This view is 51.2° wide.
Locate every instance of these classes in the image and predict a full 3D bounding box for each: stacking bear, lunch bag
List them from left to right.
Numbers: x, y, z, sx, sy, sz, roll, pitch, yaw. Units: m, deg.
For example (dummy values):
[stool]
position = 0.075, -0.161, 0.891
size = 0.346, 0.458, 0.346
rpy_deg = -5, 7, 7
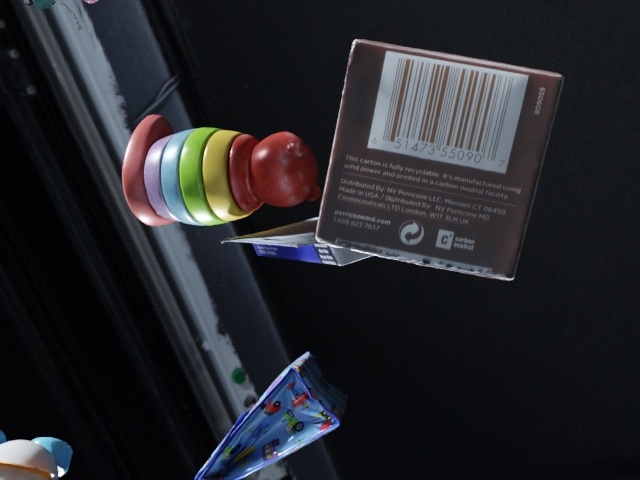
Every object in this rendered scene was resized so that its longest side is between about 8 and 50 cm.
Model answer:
[stacking bear]
position = -0.142, -0.104, 1.039
size = 0.289, 0.164, 0.175
rpy_deg = -2, -54, 21
[lunch bag]
position = -0.102, 0.367, 1.276
size = 0.293, 0.221, 0.138
rpy_deg = -41, -96, 3

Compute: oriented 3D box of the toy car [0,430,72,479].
[toy car]
position = -0.468, 0.354, 0.969
size = 0.210, 0.219, 0.238
rpy_deg = 18, -45, -15

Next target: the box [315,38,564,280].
[box]
position = 0.103, -0.079, 0.615
size = 0.169, 0.203, 0.166
rpy_deg = 11, -78, 7

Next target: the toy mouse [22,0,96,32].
[toy mouse]
position = -0.280, -0.288, 0.718
size = 0.031, 0.161, 0.143
rpy_deg = -49, -121, 52

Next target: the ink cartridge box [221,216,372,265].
[ink cartridge box]
position = 0.000, 0.000, 0.999
size = 0.223, 0.224, 0.045
rpy_deg = 4, -75, 56
